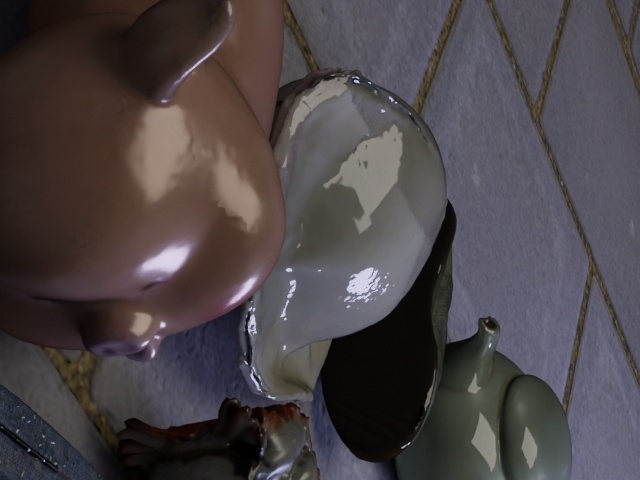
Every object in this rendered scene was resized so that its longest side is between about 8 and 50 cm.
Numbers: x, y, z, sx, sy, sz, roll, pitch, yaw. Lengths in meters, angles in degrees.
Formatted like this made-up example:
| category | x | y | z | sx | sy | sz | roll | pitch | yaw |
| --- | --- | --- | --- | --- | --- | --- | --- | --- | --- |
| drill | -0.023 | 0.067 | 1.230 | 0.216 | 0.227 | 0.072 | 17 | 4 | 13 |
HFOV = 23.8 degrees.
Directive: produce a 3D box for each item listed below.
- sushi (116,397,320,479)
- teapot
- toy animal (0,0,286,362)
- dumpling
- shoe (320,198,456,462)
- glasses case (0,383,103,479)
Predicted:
| category | x | y | z | sx | sy | sz | roll | pitch | yaw |
| --- | --- | --- | --- | --- | --- | --- | --- | --- | --- |
| sushi | -0.040 | 0.241 | 1.066 | 0.130 | 0.124 | 0.332 | -61 | 137 | -63 |
| teapot | 0.154 | 0.243 | 1.429 | 0.220 | 0.149 | 0.318 | 42 | 45 | -50 |
| toy animal | -0.114 | -0.082 | 0.938 | 0.269 | 0.237 | 0.326 | 45 | 40 | -61 |
| dumpling | 0.000 | 0.000 | 1.203 | 0.341 | 0.181 | 0.260 | 176 | -68 | -77 |
| shoe | 0.069 | 0.083 | 1.378 | 0.098 | 0.103 | 0.275 | 80 | 23 | -52 |
| glasses case | -0.215 | 0.094 | 0.781 | 0.282 | 0.109 | 0.067 | 49 | 42 | -46 |
